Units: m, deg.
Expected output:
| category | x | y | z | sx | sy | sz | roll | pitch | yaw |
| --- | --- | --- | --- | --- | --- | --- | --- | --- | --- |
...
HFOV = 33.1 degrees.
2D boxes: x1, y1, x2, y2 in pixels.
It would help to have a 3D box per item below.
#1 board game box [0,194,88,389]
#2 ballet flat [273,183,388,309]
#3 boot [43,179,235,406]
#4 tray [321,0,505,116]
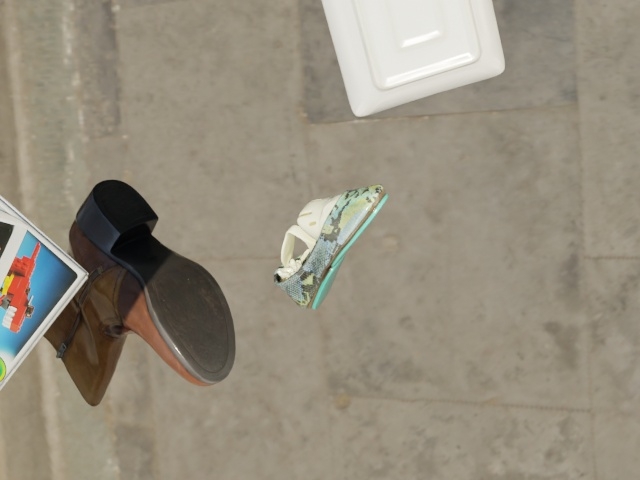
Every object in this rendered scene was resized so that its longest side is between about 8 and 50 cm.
| category | x | y | z | sx | sy | sz | roll | pitch | yaw |
| --- | --- | --- | --- | --- | --- | --- | --- | --- | --- |
| board game box | -0.279 | 0.065 | 0.553 | 0.193 | 0.305 | 0.053 | 44 | 139 | -15 |
| ballet flat | 0.000 | 0.000 | 0.989 | 0.070 | 0.070 | 0.188 | 48 | 141 | 14 |
| boot | -0.229 | 0.113 | 1.220 | 0.264 | 0.096 | 0.280 | 48 | 132 | 13 |
| tray | 0.064 | -0.243 | 0.906 | 0.145 | 0.030 | 0.270 | -17 | 114 | 1 |
